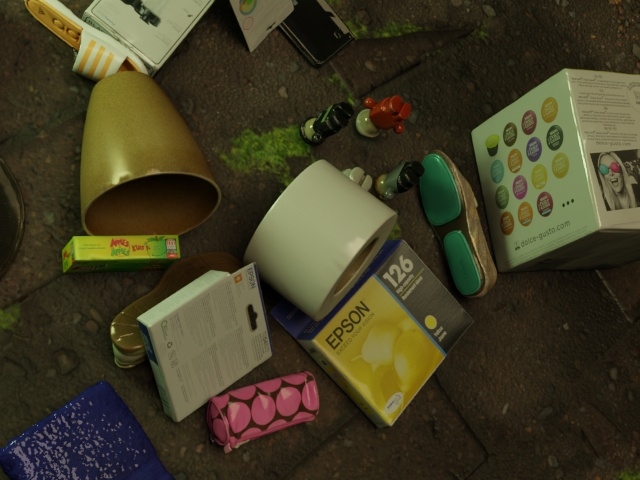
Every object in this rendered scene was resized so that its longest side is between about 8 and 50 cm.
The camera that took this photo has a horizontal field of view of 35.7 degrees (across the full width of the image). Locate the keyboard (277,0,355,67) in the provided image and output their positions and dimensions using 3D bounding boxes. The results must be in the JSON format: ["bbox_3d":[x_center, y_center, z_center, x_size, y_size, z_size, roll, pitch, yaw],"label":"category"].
[{"bbox_3d":[-0.046,-0.528,2.067,0.201,0.033,0.317,-43,97,-24],"label":"keyboard"}]

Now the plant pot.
[{"bbox_3d":[-0.318,-0.157,1.726,0.237,0.237,0.254,-4,61,-28],"label":"plant pot"}]

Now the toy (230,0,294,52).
[{"bbox_3d":[-0.137,-0.495,1.921,0.056,0.237,0.137,34,72,26],"label":"toy"}]

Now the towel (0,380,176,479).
[{"bbox_3d":[-0.355,0.408,1.605,0.227,0.076,0.308,-33,90,-37],"label":"towel"}]

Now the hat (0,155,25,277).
[{"bbox_3d":[-0.620,-0.070,1.580,0.331,0.134,0.331,9,70,-25],"label":"hat"}]

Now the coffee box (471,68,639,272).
[{"bbox_3d":[0.567,-0.135,2.075,0.338,0.337,0.334,-1,75,-26],"label":"coffee box"}]

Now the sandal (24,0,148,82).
[{"bbox_3d":[-0.433,-0.340,1.783,0.265,0.102,0.076,34,63,-4],"label":"sandal"}]

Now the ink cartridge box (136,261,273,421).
[{"bbox_3d":[-0.191,0.166,1.700,0.224,0.045,0.223,-32,131,-30],"label":"ink cartridge box"}]

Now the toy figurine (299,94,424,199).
[{"bbox_3d":[0.080,-0.173,1.963,0.213,0.148,0.210,-13,87,-31],"label":"toy figurine"}]

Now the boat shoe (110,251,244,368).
[{"bbox_3d":[-0.252,0.117,1.743,0.285,0.089,0.104,-33,65,-33],"label":"boat shoe"}]

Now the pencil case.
[{"bbox_3d":[-0.097,0.300,1.752,0.209,0.095,0.098,-14,62,-30],"label":"pencil case"}]

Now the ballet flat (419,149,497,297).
[{"bbox_3d":[0.288,-0.035,2.056,0.106,0.107,0.316,-9,84,-49],"label":"ballet flat"}]

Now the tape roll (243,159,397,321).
[{"bbox_3d":[0.000,0.000,1.782,0.169,0.246,0.246,37,60,9],"label":"tape roll"}]

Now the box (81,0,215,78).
[{"bbox_3d":[-0.307,-0.452,1.879,0.169,0.087,0.290,37,61,-12],"label":"box"}]

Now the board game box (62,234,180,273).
[{"bbox_3d":[-0.344,0.023,1.712,0.181,0.092,0.043,-1,75,-27],"label":"board game box"}]

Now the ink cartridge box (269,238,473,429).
[{"bbox_3d":[0.108,0.147,1.917,0.307,0.072,0.303,48,60,-8],"label":"ink cartridge box"}]
